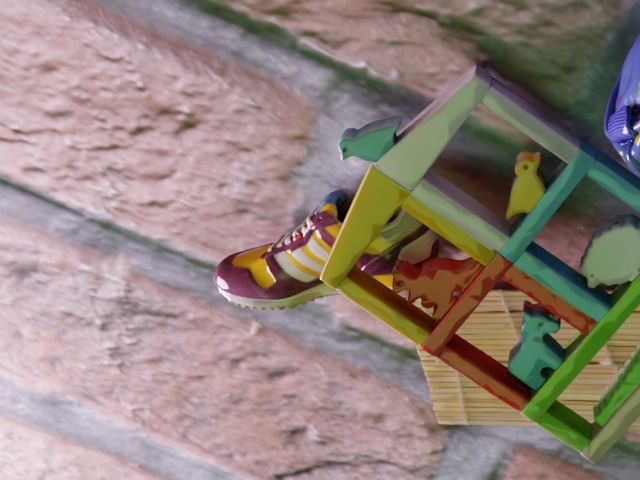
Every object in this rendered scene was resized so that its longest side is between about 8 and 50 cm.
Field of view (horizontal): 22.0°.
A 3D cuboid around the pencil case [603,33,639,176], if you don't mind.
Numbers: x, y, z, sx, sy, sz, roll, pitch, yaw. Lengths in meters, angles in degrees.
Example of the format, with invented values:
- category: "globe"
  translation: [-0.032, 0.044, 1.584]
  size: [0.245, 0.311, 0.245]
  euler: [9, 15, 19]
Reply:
- category: "pencil case"
  translation: [0.321, -0.037, 1.015]
  size: [0.306, 0.133, 0.119]
  euler: [31, 168, -4]

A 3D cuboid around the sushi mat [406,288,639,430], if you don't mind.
- category: "sushi mat"
  translation: [0.220, 0.092, 1.255]
  size: [0.316, 0.019, 0.151]
  euler: [-1, 129, 24]

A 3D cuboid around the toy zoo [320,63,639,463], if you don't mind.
- category: "toy zoo"
  translation: [0.135, 0.009, 1.161]
  size: [0.293, 0.030, 0.192]
  euler: [34, 114, -6]

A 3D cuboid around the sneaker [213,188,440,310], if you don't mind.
- category: "sneaker"
  translation: [0.000, 0.000, 1.244]
  size: [0.185, 0.069, 0.084]
  euler: [-5, 120, 20]
